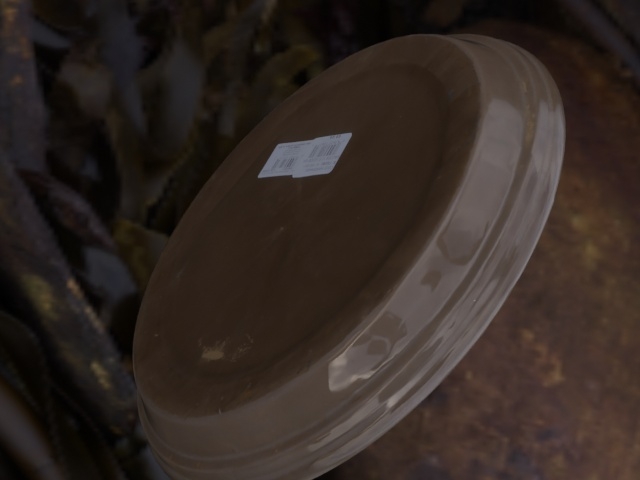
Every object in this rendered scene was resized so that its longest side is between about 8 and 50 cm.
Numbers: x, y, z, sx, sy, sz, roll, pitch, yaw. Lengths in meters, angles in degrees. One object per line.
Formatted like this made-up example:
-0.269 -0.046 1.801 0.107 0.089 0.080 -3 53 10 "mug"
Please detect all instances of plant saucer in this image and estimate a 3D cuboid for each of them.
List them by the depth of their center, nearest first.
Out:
0.000 0.000 0.818 0.041 0.278 0.278 40 67 -27 "plant saucer"
